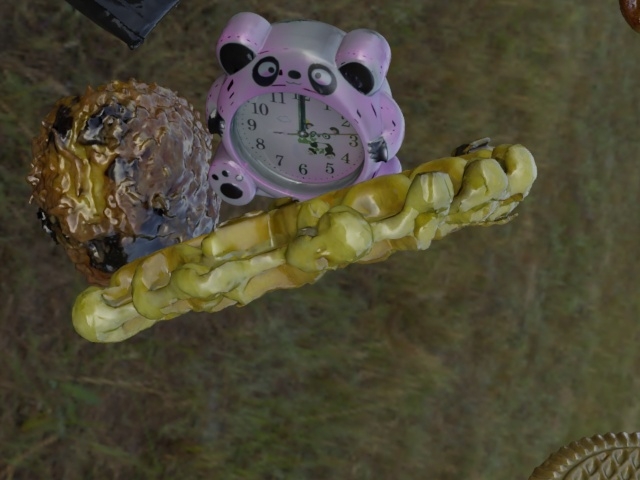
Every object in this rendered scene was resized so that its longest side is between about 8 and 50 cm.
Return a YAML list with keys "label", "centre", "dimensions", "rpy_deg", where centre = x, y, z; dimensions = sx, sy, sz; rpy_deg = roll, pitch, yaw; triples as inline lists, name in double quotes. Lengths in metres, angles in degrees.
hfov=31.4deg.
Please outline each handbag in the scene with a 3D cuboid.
- label: "handbag"
  centre: [-0.292, -0.423, 1.682]
  dimensions: [0.223, 0.080, 0.247]
  rpy_deg: [-44, 128, 11]

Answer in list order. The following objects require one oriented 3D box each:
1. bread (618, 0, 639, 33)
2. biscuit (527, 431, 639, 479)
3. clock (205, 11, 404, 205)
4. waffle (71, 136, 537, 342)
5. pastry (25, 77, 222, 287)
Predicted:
- label: "bread"
  centre: [0.431, -0.405, 1.352]
  dimensions: [0.124, 0.084, 0.344]
  rpy_deg: [-17, 123, -36]
- label: "biscuit"
  centre: [0.301, 0.279, 1.024]
  dimensions: [0.259, 0.259, 0.079]
  rpy_deg: [-52, 147, -49]
- label: "clock"
  centre: [-0.018, -0.135, 1.285]
  dimensions: [0.248, 0.228, 0.090]
  rpy_deg: [89, 15, -47]
- label: "waffle"
  centre: [-0.001, -0.003, 0.754]
  dimensions: [0.307, 0.312, 0.060]
  rpy_deg: [-22, 94, -65]
- label: "pastry"
  centre: [-0.309, -0.078, 1.857]
  dimensions: [0.405, 0.292, 0.337]
  rpy_deg: [-25, 103, -85]
